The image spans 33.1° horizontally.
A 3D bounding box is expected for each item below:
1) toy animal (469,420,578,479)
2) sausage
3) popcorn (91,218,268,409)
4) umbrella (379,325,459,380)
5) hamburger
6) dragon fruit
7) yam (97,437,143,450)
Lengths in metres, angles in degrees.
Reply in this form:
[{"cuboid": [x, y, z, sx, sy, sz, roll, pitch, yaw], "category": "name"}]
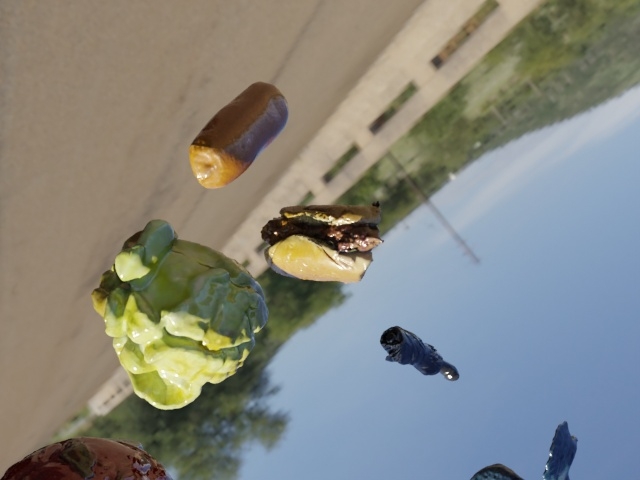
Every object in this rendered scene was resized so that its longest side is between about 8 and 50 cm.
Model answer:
[{"cuboid": [0.247, 0.327, 1.217, 0.176, 0.239, 0.255, 22, 86, -52], "category": "toy animal"}, {"cuboid": [-0.123, -0.163, 1.642, 0.098, 0.098, 0.238, -39, -172, 44], "category": "sausage"}, {"cuboid": [-0.113, 0.054, 0.886, 0.135, 0.162, 0.141, -9, -167, 6], "category": "popcorn"}, {"cuboid": [0.184, 0.217, 1.996, 0.071, 0.071, 0.248, -39, 145, 14], "category": "umbrella"}, {"cuboid": [0.000, 0.000, 2.080, 0.245, 0.155, 0.282, 5, 175, 3], "category": "hamburger"}, {"cuboid": [-0.362, 0.434, 1.627, 0.277, 0.342, 0.277, -31, -131, 44], "category": "dragon fruit"}, {"cuboid": [-0.355, 0.446, 1.946, 0.107, 0.194, 0.107, -12, -176, 1], "category": "yam"}]
